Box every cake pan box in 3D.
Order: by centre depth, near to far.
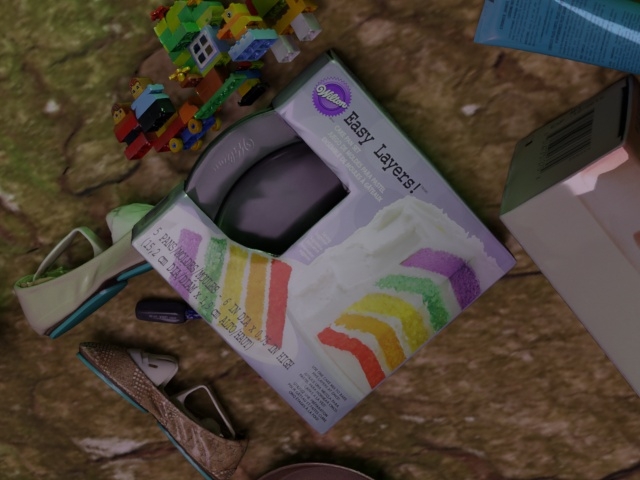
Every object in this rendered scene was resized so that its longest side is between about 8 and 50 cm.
[{"bbox_3d":[0.000,0.000,1.342,0.246,0.070,0.267,-41,104,4],"label":"cake pan box"}]

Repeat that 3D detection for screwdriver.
[{"bbox_3d":[-0.099,0.071,1.476,0.170,0.024,0.025,-1,89,6],"label":"screwdriver"}]

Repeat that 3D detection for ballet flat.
[{"bbox_3d":[-0.198,0.012,1.434,0.248,0.086,0.086,-30,108,26],"label":"ballet flat"},{"bbox_3d":[-0.152,0.157,1.515,0.067,0.073,0.206,-45,105,1],"label":"ballet flat"}]

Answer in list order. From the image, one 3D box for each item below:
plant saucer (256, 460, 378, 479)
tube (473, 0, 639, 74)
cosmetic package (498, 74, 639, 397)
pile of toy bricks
[{"bbox_3d":[0.009,0.303,1.566,0.199,0.036,0.198,6,120,10],"label":"plant saucer"},{"bbox_3d":[0.235,-0.175,1.253,0.207,0.052,0.080,16,116,9],"label":"tube"},{"bbox_3d":[0.294,0.027,1.287,0.129,0.153,0.296,-31,109,26],"label":"cosmetic package"},{"bbox_3d":[-0.111,-0.166,1.311,0.212,0.118,0.105,-41,71,37],"label":"pile of toy bricks"}]
